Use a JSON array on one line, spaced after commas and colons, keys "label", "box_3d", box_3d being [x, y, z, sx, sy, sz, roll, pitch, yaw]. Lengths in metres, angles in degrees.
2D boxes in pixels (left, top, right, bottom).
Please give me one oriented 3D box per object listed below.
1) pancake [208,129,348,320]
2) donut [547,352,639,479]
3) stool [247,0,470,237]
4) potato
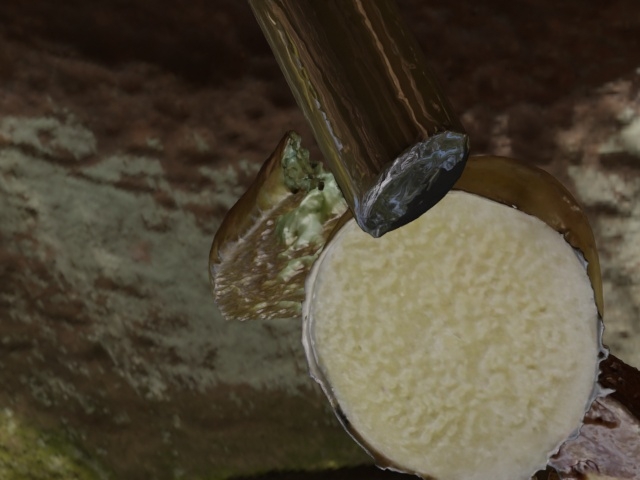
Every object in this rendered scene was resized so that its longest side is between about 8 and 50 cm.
[{"label": "pancake", "box_3d": [-0.003, -0.004, 1.048, 0.197, 0.376, 0.054, -20, -107, -6]}, {"label": "donut", "box_3d": [0.210, 0.165, 0.967, 0.141, 0.217, 0.085, 0, -151, 27]}, {"label": "stool", "box_3d": [0.035, -0.205, 0.469, 0.310, 0.310, 0.226, -40, -117, 1]}, {"label": "potato", "box_3d": [0.079, 0.038, 0.662, 0.164, 0.200, 0.081, 18, -140, 14]}]
